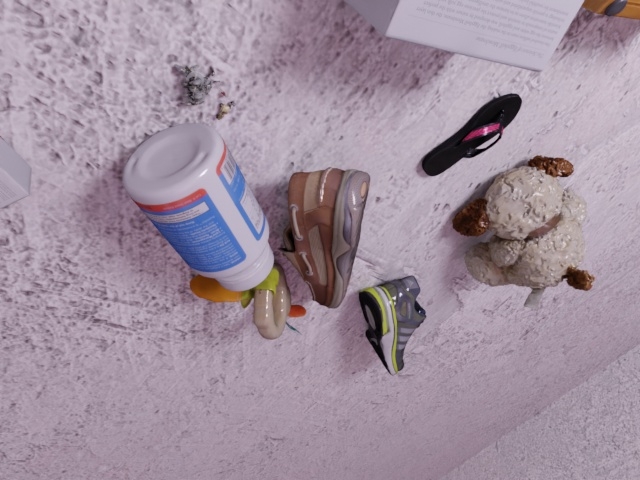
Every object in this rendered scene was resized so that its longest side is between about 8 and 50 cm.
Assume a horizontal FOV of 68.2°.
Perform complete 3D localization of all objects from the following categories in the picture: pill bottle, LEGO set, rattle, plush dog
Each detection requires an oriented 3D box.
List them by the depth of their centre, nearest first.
[{"bbox_3d":[-0.132,-0.169,0.543,0.083,0.023,0.054,16,123,-38],"label":"LEGO set"},{"bbox_3d":[-0.140,-0.028,0.608,0.124,0.124,0.221,-25,139,-2],"label":"pill bottle"},{"bbox_3d":[-0.113,0.114,0.814,0.143,0.130,0.199,-17,166,4],"label":"rattle"},{"bbox_3d":[0.379,-0.028,0.859,0.262,0.210,0.225,-37,112,8],"label":"plush dog"}]

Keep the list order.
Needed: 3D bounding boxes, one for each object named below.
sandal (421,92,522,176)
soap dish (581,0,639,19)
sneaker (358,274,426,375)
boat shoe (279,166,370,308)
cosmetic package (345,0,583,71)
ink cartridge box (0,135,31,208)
[{"bbox_3d":[0.243,-0.156,0.742,0.179,0.040,0.067,-39,138,13],"label":"sandal"},{"bbox_3d":[0.439,-0.359,0.535,0.291,0.118,0.229,-7,155,-24],"label":"soap dish"},{"bbox_3d":[0.167,0.187,1.008,0.121,0.111,0.300,-24,141,-9],"label":"sneaker"},{"bbox_3d":[0.000,0.000,0.737,0.116,0.123,0.324,13,144,6],"label":"boat shoe"},{"bbox_3d":[0.166,-0.314,0.466,0.224,0.138,0.224,0,131,-28],"label":"cosmetic package"},{"bbox_3d":[-0.393,-0.066,0.486,0.135,0.056,0.099,-25,139,-3],"label":"ink cartridge box"}]
